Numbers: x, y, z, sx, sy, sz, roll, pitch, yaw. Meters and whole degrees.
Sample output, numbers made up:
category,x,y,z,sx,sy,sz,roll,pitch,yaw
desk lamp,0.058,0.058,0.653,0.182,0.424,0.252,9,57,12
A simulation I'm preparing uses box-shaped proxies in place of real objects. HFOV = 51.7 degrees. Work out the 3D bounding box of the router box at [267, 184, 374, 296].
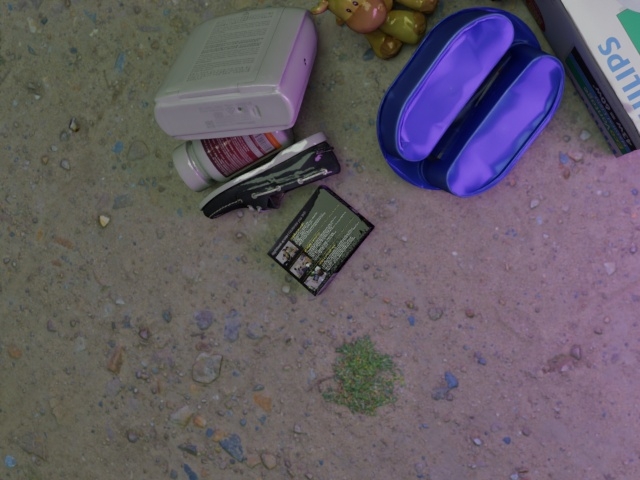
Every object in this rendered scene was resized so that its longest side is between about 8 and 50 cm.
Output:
category,x,y,z,sx,sy,sz,roll,pitch,yaw
router box,0.000,0.000,1.299,0.133,0.046,0.179,41,102,10

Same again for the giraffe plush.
category,x,y,z,sx,sy,sz,roll,pitch,yaw
giraffe plush,0.082,-0.426,1.167,0.210,0.170,0.181,33,116,13

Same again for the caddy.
category,x,y,z,sx,sy,sz,roll,pitch,yaw
caddy,0.252,-0.239,1.151,0.241,0.179,0.341,34,102,-12

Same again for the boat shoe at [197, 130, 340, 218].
category,x,y,z,sx,sy,sz,roll,pitch,yaw
boat shoe,-0.103,-0.103,1.285,0.302,0.114,0.091,-27,93,24

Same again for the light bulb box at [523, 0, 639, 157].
category,x,y,z,sx,sy,sz,roll,pitch,yaw
light bulb box,0.563,-0.372,1.028,0.361,0.225,0.358,-30,85,13

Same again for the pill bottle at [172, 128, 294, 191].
category,x,y,z,sx,sy,sz,roll,pitch,yaw
pill bottle,-0.173,-0.189,1.296,0.221,0.121,0.121,-27,86,15

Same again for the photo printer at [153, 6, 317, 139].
category,x,y,z,sx,sy,sz,roll,pitch,yaw
photo printer,-0.142,-0.319,1.210,0.256,0.307,0.107,-3,136,16
